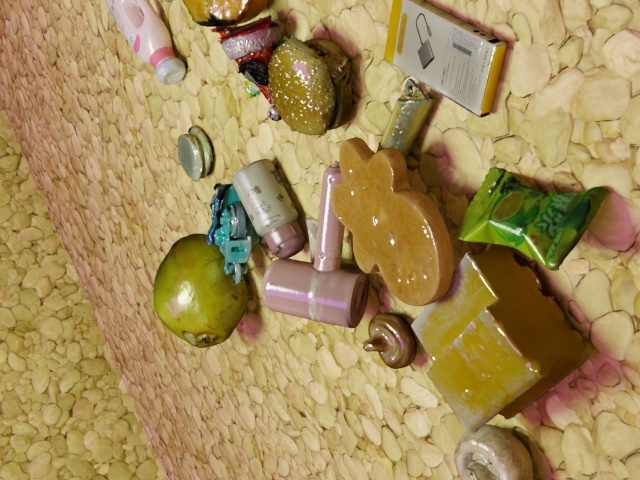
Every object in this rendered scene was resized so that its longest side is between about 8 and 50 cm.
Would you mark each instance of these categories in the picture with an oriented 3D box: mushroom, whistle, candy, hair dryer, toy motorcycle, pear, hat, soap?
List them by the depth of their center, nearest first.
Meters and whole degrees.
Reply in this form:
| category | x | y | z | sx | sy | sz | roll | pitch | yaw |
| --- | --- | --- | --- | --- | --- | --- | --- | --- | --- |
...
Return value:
| category | x | y | z | sx | sy | sz | roll | pitch | yaw |
| --- | --- | --- | --- | --- | --- | --- | --- | --- | --- |
| candy | 0.326 | -0.038 | 1.311 | 0.069 | 0.149 | 0.246 | 38 | 171 | -39 |
| soap | 0.295 | 0.169 | 1.450 | 0.259 | 0.143 | 0.281 | 59 | 152 | 23 |
| mushroom | 0.321 | 0.429 | 1.562 | 0.166 | 0.127 | 0.166 | 28 | 124 | 52 |
| whistle | 0.133 | -0.165 | 1.568 | 0.068 | 0.057 | 0.326 | 52 | 144 | 26 |
| mushroom | 0.150 | 0.208 | 1.736 | 0.109 | 0.085 | 0.126 | -30 | 78 | 23 |
| hat | -0.129 | -0.357 | 1.753 | 0.128 | 0.140 | 0.228 | -3 | 113 | 38 |
| hair dryer | 0.000 | 0.000 | 1.781 | 0.210 | 0.125 | 0.353 | 10 | 102 | 21 |
| candy | -0.123 | -0.383 | 1.855 | 0.178 | 0.032 | 0.102 | -7 | 105 | 56 |
| mushroom | -0.003 | 0.047 | 1.892 | 0.084 | 0.071 | 0.209 | -101 | 7 | -71 |
| toy motorcycle | -0.217 | -0.033 | 2.108 | 0.260 | 0.154 | 0.206 | 100 | 160 | -45 |
| pear | -0.327 | 0.134 | 2.260 | 0.269 | 0.269 | 0.321 | 110 | 146 | -46 |

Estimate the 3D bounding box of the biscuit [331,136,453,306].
| category | x | y | z | sx | sy | sz | roll | pitch | yaw |
| --- | --- | --- | --- | --- | --- | --- | --- | --- | --- |
| biscuit | 0.130 | -0.034 | 1.520 | 0.355 | 0.052 | 0.275 | 48 | 143 | 41 |

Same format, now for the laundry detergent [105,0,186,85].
| category | x | y | z | sx | sy | sz | roll | pitch | yaw |
| --- | --- | --- | --- | --- | --- | --- | --- | --- | --- |
| laundry detergent | -0.469 | -0.563 | 2.223 | 0.335 | 0.087 | 0.159 | 56 | 145 | 18 |

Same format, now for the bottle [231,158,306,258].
| category | x | y | z | sx | sy | sz | roll | pitch | yaw |
| --- | --- | --- | --- | --- | --- | --- | --- | --- | --- |
| bottle | -0.114 | -0.069 | 1.951 | 0.233 | 0.110 | 0.110 | 62 | 148 | 9 |

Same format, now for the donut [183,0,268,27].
| category | x | y | z | sx | sy | sz | roll | pitch | yaw |
| --- | --- | --- | --- | --- | --- | --- | --- | --- | --- |
| donut | -0.211 | -0.573 | 1.764 | 0.253 | 0.118 | 0.254 | 16 | 117 | 34 |

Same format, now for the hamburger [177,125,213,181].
| category | x | y | z | sx | sy | sz | roll | pitch | yaw |
| --- | --- | --- | --- | --- | --- | --- | --- | --- | --- |
| hamburger | -0.338 | -0.231 | 2.240 | 0.133 | 0.062 | 0.140 | 42 | 141 | 43 |

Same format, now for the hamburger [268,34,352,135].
| category | x | y | z | sx | sy | sz | roll | pitch | yaw |
| --- | --- | --- | --- | --- | --- | --- | --- | --- | --- |
| hamburger | -0.026 | -0.301 | 1.671 | 0.189 | 0.122 | 0.215 | 42 | 141 | 33 |

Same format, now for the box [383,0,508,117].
| category | x | y | z | sx | sy | sz | roll | pitch | yaw |
| --- | --- | --- | --- | --- | --- | --- | --- | --- | --- |
| box | 0.205 | -0.318 | 1.397 | 0.247 | 0.033 | 0.129 | 42 | 140 | 37 |
